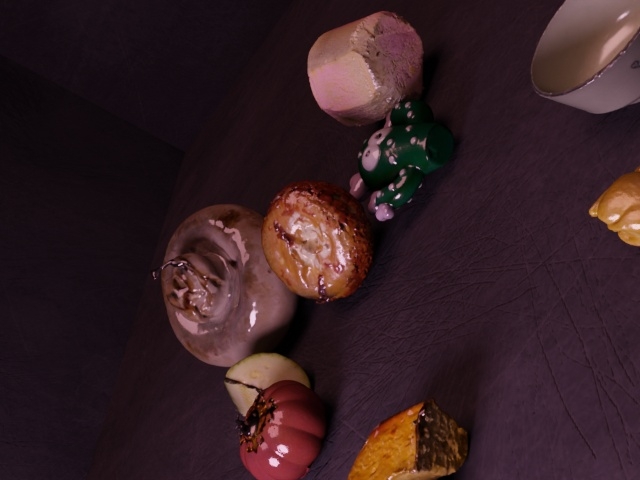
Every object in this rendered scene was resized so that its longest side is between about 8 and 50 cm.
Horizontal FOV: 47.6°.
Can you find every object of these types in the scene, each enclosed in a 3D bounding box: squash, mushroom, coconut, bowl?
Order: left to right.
[{"bbox_3d":[-0.222,0.100,1.577,0.362,0.295,0.362,-1,89,39],"label":"mushroom"},{"bbox_3d":[-0.092,0.309,1.482,0.252,0.169,0.093,87,-159,-61],"label":"squash"},{"bbox_3d":[0.094,-0.361,1.576,0.245,0.233,0.233,-8,57,55],"label":"coconut"},{"bbox_3d":[0.385,-0.252,0.939,0.211,0.112,0.211,-47,27,33],"label":"bowl"}]

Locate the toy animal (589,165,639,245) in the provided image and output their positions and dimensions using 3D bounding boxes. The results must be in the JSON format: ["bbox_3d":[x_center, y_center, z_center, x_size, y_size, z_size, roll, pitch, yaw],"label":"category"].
[{"bbox_3d":[0.369,-0.019,0.771,0.083,0.070,0.159,-55,28,14],"label":"toy animal"}]

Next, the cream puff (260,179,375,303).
[{"bbox_3d":[0.001,0.001,1.386,0.240,0.240,0.164,-51,-10,27],"label":"cream puff"}]

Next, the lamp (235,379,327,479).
[{"bbox_3d":[-0.073,0.328,1.253,0.182,0.140,0.182,-42,30,32],"label":"lamp"}]

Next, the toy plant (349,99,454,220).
[{"bbox_3d":[0.144,-0.158,1.372,0.232,0.112,0.243,-55,28,6],"label":"toy plant"}]

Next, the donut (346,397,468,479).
[{"bbox_3d":[0.092,0.334,0.924,0.152,0.101,0.259,-25,44,58],"label":"donut"}]
